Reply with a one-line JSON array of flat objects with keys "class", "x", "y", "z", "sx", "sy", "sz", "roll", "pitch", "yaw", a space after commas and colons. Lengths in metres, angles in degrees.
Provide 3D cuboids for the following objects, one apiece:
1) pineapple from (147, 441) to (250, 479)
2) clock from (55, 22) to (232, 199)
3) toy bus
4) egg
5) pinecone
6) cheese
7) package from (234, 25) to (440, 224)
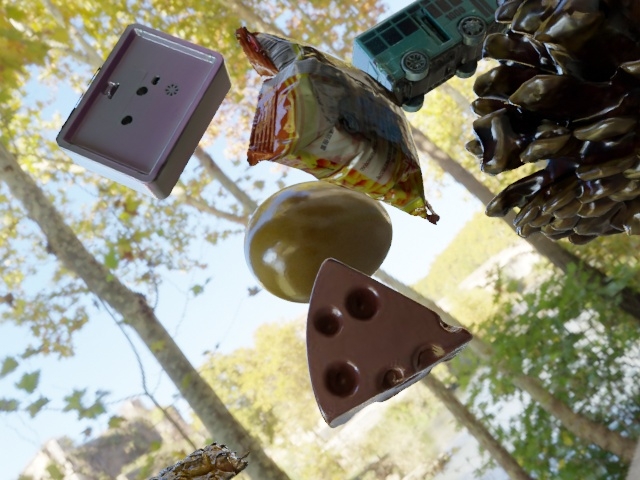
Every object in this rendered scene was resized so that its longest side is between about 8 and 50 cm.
[{"class": "pineapple", "x": -0.218, "y": 0.388, "z": 1.097, "sx": 0.225, "sy": 0.076, "sz": 0.225, "roll": -31, "pitch": -10, "yaw": -6}, {"class": "clock", "x": -0.223, "y": -0.167, "z": 0.892, "sx": 0.063, "sy": 0.150, "sz": 0.197, "roll": 73, "pitch": -139, "yaw": -70}, {"class": "toy bus", "x": 0.189, "y": -0.341, "z": 1.198, "sx": 0.256, "sy": 0.147, "sz": 0.128, "roll": -34, "pitch": -19, "yaw": -10}, {"class": "egg", "x": 0.000, "y": 0.000, "z": 1.425, "sx": 0.322, "sy": 0.250, "sz": 0.250, "roll": -12, "pitch": -24, "yaw": -23}, {"class": "pinecone", "x": 0.360, "y": -0.175, "z": 0.795, "sx": 0.398, "sy": 0.397, "sz": 0.398, "roll": -37, "pitch": -13, "yaw": -10}, {"class": "cheese", "x": 0.055, "y": 0.153, "z": 0.863, "sx": 0.177, "sy": 0.203, "sz": 0.128, "roll": -59, "pitch": -10, "yaw": -14}, {"class": "package", "x": 0.030, "y": -0.144, "z": 0.864, "sx": 0.288, "sy": 0.223, "sz": 0.108, "roll": 13, "pitch": -39, "yaw": -33}]
